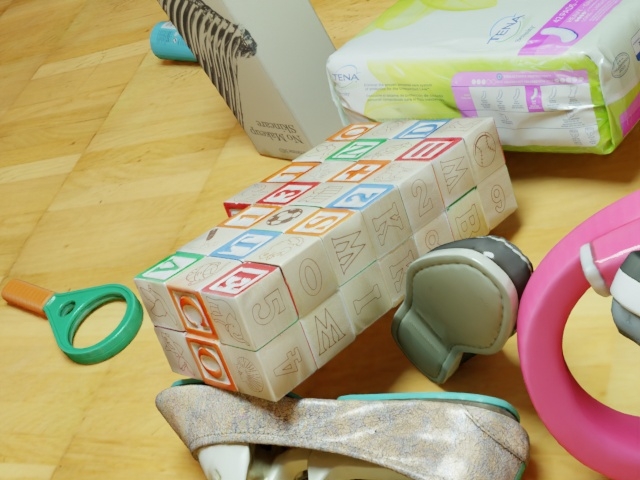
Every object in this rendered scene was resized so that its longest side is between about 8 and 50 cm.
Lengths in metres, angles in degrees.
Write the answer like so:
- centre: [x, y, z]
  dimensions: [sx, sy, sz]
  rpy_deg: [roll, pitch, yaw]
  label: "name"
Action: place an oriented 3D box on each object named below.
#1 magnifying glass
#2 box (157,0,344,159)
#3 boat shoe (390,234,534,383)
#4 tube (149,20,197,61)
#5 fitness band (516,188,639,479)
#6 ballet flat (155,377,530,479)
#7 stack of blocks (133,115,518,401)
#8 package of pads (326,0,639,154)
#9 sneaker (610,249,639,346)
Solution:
- centre: [-0.274, 0.075, 1.076]
  dimensions: [0.231, 0.026, 0.092]
  rpy_deg: [14, 57, 42]
  label: "magnifying glass"
- centre: [-0.068, -0.211, 1.031]
  dimensions: [0.113, 0.275, 0.094]
  rpy_deg: [12, 56, 44]
  label: "box"
- centre: [0.105, 0.039, 0.705]
  dimensions: [0.068, 0.228, 0.081]
  rpy_deg: [-38, 80, -17]
  label: "boat shoe"
- centre: [-0.138, -0.263, 1.332]
  dimensions: [0.207, 0.052, 0.080]
  rpy_deg: [12, 60, 37]
  label: "tube"
- centre: [0.256, 0.047, 0.564]
  dimensions: [0.290, 0.209, 0.054]
  rpy_deg: [-22, 29, 21]
  label: "fitness band"
- centre: [-0.008, 0.161, 0.727]
  dimensions: [0.316, 0.107, 0.106]
  rpy_deg: [-4, 57, 34]
  label: "ballet flat"
- centre: [0.000, 0.000, 0.814]
  dimensions: [0.297, 0.087, 0.171]
  rpy_deg: [-35, 25, -35]
  label: "stack of blocks"
- centre: [0.178, -0.175, 0.928]
  dimensions: [0.296, 0.101, 0.229]
  rpy_deg: [8, 40, 42]
  label: "package of pads"
- centre: [0.238, 0.144, 0.475]
  dimensions: [0.295, 0.124, 0.178]
  rpy_deg: [33, 106, 14]
  label: "sneaker"
